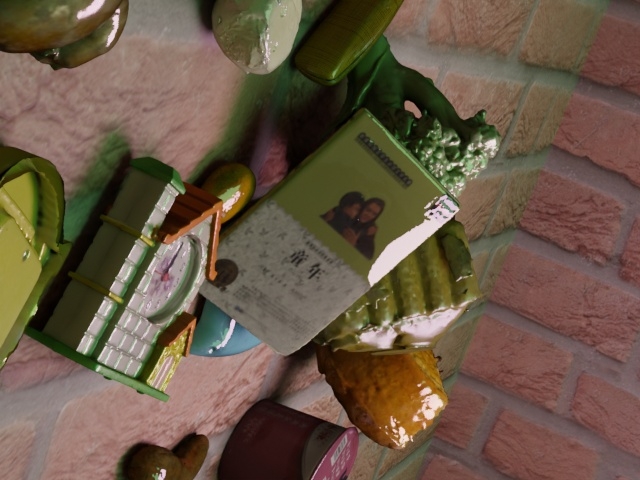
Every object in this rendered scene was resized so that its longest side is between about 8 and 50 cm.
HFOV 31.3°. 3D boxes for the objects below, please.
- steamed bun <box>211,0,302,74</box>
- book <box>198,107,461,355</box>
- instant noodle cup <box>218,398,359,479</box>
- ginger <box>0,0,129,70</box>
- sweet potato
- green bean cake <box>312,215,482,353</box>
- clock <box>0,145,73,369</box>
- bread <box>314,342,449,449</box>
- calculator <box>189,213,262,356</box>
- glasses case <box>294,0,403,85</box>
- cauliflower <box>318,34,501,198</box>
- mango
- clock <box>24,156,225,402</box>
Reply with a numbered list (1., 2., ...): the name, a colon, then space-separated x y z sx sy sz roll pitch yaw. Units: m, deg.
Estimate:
1. steamed bun: -0.077 -0.268 1.365 0.112 0.091 0.130 -54 159 -32
2. book: 0.000 0.000 1.598 0.352 0.035 0.239 -41 127 12
3. instant noodle cup: -0.061 0.404 2.054 0.235 0.178 0.235 -51 155 -35
4. ginger: -0.235 -0.275 0.878 0.256 0.176 0.375 -34 150 -23
5. sweet potato: -0.228 0.347 1.753 0.081 0.062 0.233 -68 163 4
6. green bean cake: 0.089 0.099 1.866 0.285 0.202 0.310 -14 173 -18
7. clock: -0.341 0.041 1.100 0.293 0.071 0.277 100 14 -63
8. bread: 0.098 0.210 2.101 0.194 0.340 0.179 -33 122 13
9. calculator: -0.078 0.052 1.797 0.386 0.054 0.256 -24 135 -67
10. glasses case: 0.050 -0.311 1.649 0.234 0.079 0.064 -54 164 -28
11. cauliflower: 0.116 -0.152 1.743 0.260 0.327 0.281 58 33 -56
12. mango: -0.131 -0.059 1.526 0.114 0.057 0.079 -44 159 -38
13. clock: -0.209 0.046 1.382 0.255 0.106 0.220 -62 160 -8
